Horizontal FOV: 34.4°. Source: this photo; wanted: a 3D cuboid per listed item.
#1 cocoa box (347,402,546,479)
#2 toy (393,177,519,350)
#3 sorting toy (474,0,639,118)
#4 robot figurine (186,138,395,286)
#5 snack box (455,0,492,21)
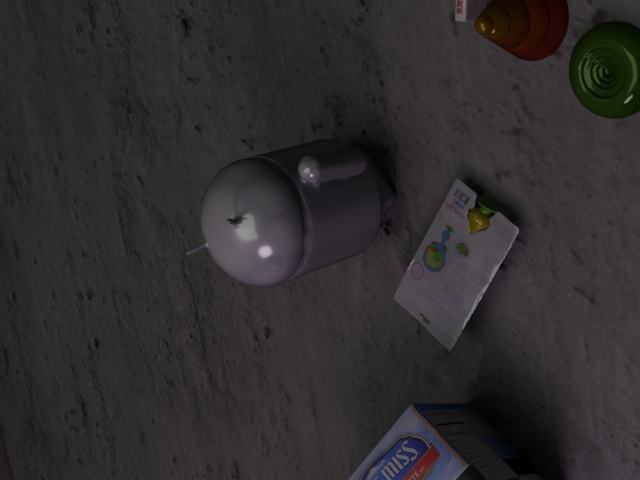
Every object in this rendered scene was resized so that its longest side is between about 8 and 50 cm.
[{"bbox_3d":[0.156,0.448,1.599,0.228,0.231,0.347,45,105,27],"label":"cocoa box"},{"bbox_3d":[0.218,0.036,1.605,0.137,0.056,0.237,44,127,32],"label":"toy"},{"bbox_3d":[0.332,-0.226,1.340,0.365,0.126,0.127,42,130,30],"label":"sorting toy"},{"bbox_3d":[-0.044,-0.045,1.628,0.200,0.353,0.300,55,135,17],"label":"robot figurine"},{"bbox_3d":[0.218,-0.398,1.442,0.022,0.064,0.178,19,117,42],"label":"snack box"}]
